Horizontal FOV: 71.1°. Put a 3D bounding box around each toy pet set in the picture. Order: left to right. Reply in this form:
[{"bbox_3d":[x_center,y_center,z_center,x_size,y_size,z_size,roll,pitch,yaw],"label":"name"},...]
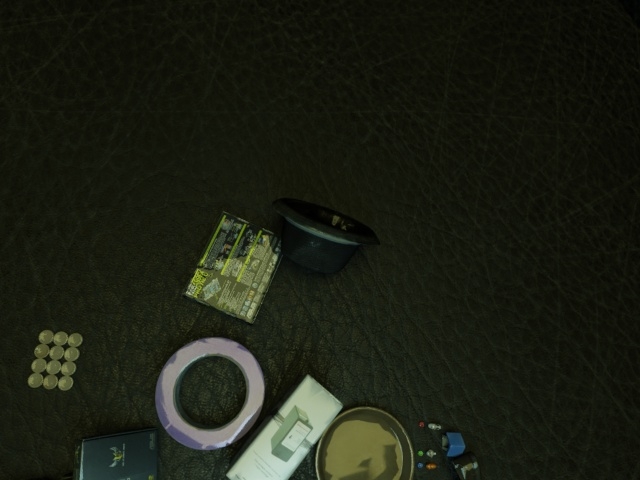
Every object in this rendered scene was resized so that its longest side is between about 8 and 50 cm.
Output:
[{"bbox_3d":[0.335,0.575,1.247,0.114,0.065,0.122,7,74,-7],"label":"toy pet set"}]

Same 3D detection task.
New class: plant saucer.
[{"bbox_3d":[0.119,0.597,1.218,0.277,0.041,0.278,3,73,-9],"label":"plant saucer"}]

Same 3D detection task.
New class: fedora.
[{"bbox_3d":[0.000,0.000,1.272,0.333,0.334,0.153,21,103,-3],"label":"fedora"}]

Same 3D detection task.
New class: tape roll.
[{"bbox_3d":[-0.286,0.397,1.183,0.274,0.090,0.275,3,73,-9],"label":"tape roll"}]

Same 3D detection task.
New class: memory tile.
[{"bbox_3d":[-0.697,0.314,1.179,0.113,0.012,0.148,7,74,-7],"label":"memory tile"}]

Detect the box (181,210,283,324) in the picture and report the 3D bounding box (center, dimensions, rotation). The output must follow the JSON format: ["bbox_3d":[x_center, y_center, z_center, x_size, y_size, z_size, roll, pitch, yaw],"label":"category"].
[{"bbox_3d":[-0.240,0.080,1.296,0.216,0.060,0.270,23,72,-2],"label":"box"}]

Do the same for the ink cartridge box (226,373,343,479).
[{"bbox_3d":[-0.090,0.487,1.127,0.121,0.211,0.289,41,71,5],"label":"ink cartridge box"}]

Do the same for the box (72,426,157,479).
[{"bbox_3d":[-0.487,0.580,1.065,0.183,0.059,0.233,12,67,-44],"label":"box"}]

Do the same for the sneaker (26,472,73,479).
[{"bbox_3d":[-0.658,0.630,1.047,0.282,0.110,0.122,-4,78,-10],"label":"sneaker"}]

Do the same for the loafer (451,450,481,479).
[{"bbox_3d":[0.396,0.689,1.217,0.078,0.080,0.220,-6,83,0],"label":"loafer"}]
